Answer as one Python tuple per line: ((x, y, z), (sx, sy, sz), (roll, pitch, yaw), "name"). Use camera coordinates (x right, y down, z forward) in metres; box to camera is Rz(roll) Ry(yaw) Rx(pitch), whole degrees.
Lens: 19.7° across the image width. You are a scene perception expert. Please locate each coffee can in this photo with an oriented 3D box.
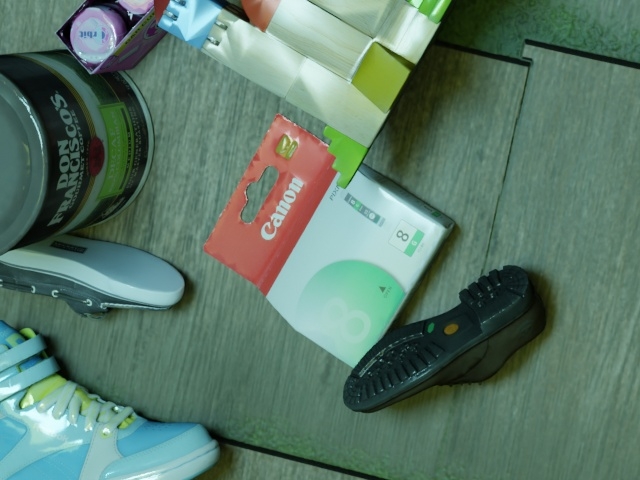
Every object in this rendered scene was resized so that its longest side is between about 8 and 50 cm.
((-0.314, -0.094, 1.892), (0.201, 0.275, 0.201), (3, 99, 16), "coffee can")

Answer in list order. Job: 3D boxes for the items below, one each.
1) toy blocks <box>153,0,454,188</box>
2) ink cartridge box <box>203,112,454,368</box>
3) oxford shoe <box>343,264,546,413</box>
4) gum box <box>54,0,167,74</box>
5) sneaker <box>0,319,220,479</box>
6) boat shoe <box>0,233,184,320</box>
((0.011, -0.283, 1.790), (0.261, 0.191, 0.381), (31, 106, 2), "toy blocks")
((0.000, 0.000, 1.928), (0.225, 0.056, 0.181), (32, 105, 9), "ink cartridge box")
((0.130, 0.123, 1.877), (0.227, 0.083, 0.096), (-29, 128, 9), "oxford shoe")
((-0.175, -0.260, 1.914), (0.188, 0.107, 0.062), (-44, 84, 17), "gum box")
((-0.273, 0.180, 1.998), (0.319, 0.127, 0.208), (-9, 96, 17), "sneaker")
((-0.256, 0.048, 2.003), (0.228, 0.080, 0.076), (13, 119, 12), "boat shoe")
